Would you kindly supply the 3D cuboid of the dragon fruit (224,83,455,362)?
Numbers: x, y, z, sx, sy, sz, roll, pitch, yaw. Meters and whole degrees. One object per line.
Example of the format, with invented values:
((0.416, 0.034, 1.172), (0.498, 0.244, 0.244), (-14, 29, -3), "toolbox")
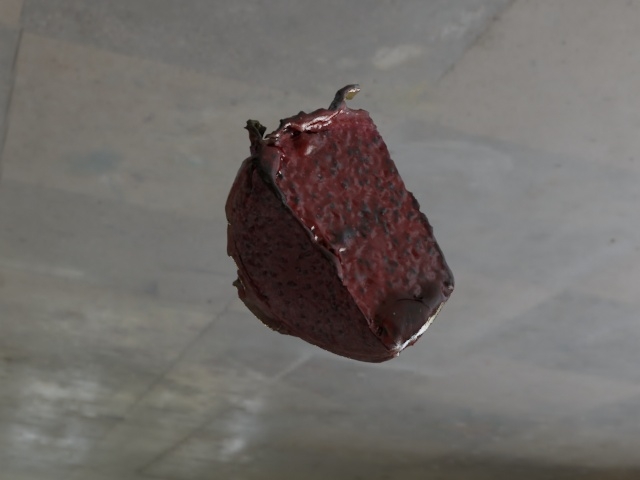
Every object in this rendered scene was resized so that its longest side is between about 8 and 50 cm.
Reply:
((0.000, 0.000, 0.663), (0.102, 0.147, 0.096), (-28, 180, -36), "dragon fruit")
